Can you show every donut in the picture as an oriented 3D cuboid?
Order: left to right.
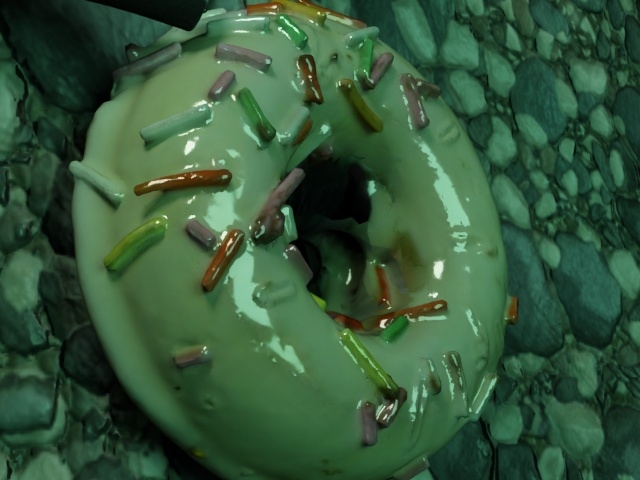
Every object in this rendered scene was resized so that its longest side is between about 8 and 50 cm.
[{"bbox_3d":[0.000,0.000,0.950,0.383,0.142,0.382,19,63,-41],"label":"donut"}]

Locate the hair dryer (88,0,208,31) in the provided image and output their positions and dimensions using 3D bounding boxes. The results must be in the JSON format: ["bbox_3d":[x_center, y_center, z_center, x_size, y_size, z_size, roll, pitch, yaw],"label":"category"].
[{"bbox_3d":[-0.169,-0.271,0.894,0.236,0.091,0.271,20,52,-18],"label":"hair dryer"}]
